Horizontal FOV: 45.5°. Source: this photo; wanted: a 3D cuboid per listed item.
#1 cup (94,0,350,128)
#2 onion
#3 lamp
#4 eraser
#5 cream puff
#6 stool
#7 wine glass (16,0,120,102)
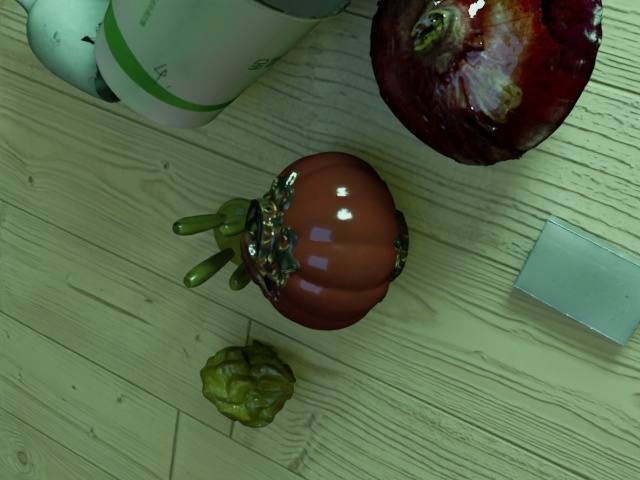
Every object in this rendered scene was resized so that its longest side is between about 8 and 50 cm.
[{"bbox_3d":[-0.131,-0.283,0.916,0.253,0.253,0.274,52,134,2],"label":"cup"},{"bbox_3d":[0.158,-0.200,0.785,0.252,0.219,0.252,7,104,30],"label":"onion"},{"bbox_3d":[0.000,0.000,0.959,0.227,0.227,0.226,11,115,26],"label":"lamp"},{"bbox_3d":[0.319,0.046,0.911,0.150,0.023,0.103,30,122,16],"label":"eraser"},{"bbox_3d":[-0.106,0.208,1.166,0.146,0.146,0.116,42,104,9],"label":"cream puff"},{"bbox_3d":[-0.135,0.006,1.102,0.135,0.110,0.134,44,125,8],"label":"stool"},{"bbox_3d":[-0.393,-0.322,1.099,0.321,0.143,0.143,36,123,12],"label":"wine glass"}]
